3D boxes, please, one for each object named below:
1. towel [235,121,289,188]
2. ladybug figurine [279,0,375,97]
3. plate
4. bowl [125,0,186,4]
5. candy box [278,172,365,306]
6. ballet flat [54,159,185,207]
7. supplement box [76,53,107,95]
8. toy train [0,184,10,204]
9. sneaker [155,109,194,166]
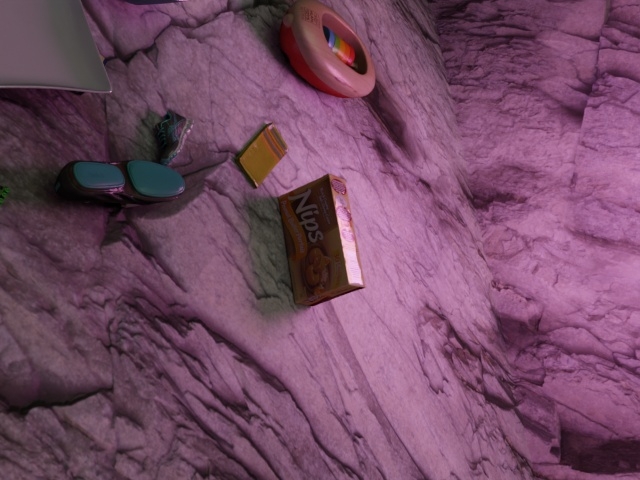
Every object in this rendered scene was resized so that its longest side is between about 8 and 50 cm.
[{"bbox_3d":[-0.158,-0.243,1.805,0.102,0.021,0.237,54,35,-19],"label":"towel"},{"bbox_3d":[0.013,-0.624,2.147,0.449,0.162,0.305,25,52,-48],"label":"ladybug figurine"},{"bbox_3d":[-0.560,-0.395,1.207,0.278,0.045,0.277,-12,77,-50],"label":"plate"},{"bbox_3d":[-0.432,-0.688,1.521,0.311,0.163,0.311,25,59,-50],"label":"bowl"},{"bbox_3d":[0.000,0.000,1.740,0.087,0.183,0.316,16,58,-52],"label":"candy box"},{"bbox_3d":[-0.407,-0.113,1.296,0.280,0.096,0.095,2,66,-54],"label":"ballet flat"},{"bbox_3d":[-0.504,-0.366,1.340,0.083,0.056,0.083,41,42,-34],"label":"supplement box"},{"bbox_3d":[-0.565,-0.065,1.113,0.024,0.017,0.083,34,45,-27],"label":"toy train"},{"bbox_3d":[-0.355,-0.239,1.496,0.076,0.065,0.166,31,42,-21],"label":"sneaker"}]
